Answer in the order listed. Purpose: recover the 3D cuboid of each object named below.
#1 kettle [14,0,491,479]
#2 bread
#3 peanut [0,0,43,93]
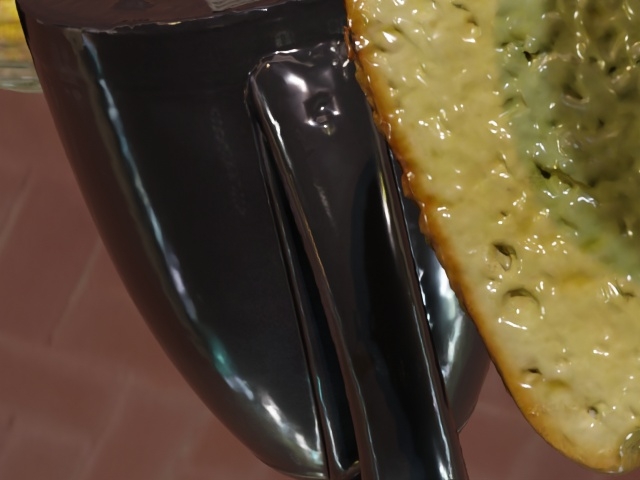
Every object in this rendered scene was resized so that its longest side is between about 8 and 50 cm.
[{"bbox_3d":[0.000,0.000,0.804,0.207,0.268,0.290,-15,117,-5],"label":"kettle"},{"bbox_3d":[0.077,-0.024,0.530,0.103,0.065,0.187,-21,89,18],"label":"bread"},{"bbox_3d":[-0.204,-0.122,0.966,0.206,0.087,0.087,5,123,13],"label":"peanut"}]
